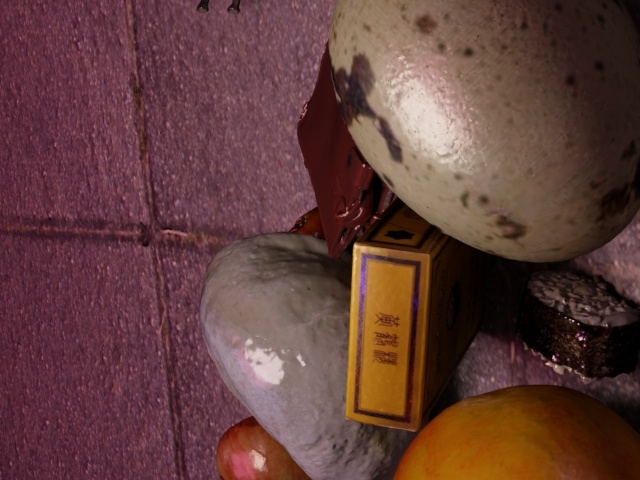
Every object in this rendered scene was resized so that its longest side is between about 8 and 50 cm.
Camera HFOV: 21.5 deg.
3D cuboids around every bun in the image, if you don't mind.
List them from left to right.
[{"bbox_3d":[0.002,0.135,2.012,0.362,0.211,0.362,49,179,1],"label":"bun"}]

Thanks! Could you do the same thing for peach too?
[{"bbox_3d":[0.216,0.297,1.633,0.332,0.308,0.307,-125,37,-53],"label":"peach"}]

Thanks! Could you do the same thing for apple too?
[{"bbox_3d":[-0.065,0.308,2.304,0.131,0.146,0.146,67,148,27],"label":"apple"}]

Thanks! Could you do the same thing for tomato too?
[{"bbox_3d":[0.000,0.000,2.172,0.075,0.087,0.087,46,154,-13],"label":"tomato"}]

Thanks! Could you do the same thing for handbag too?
[{"bbox_3d":[0.053,-0.150,1.952,0.275,0.084,0.260,-100,22,-48],"label":"handbag"}]

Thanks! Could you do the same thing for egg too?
[{"bbox_3d":[0.168,-0.150,1.609,0.379,0.288,0.287,50,141,20],"label":"egg"}]

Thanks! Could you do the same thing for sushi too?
[{"bbox_3d":[0.259,0.086,1.708,0.150,0.091,0.078,35,131,51],"label":"sushi"}]

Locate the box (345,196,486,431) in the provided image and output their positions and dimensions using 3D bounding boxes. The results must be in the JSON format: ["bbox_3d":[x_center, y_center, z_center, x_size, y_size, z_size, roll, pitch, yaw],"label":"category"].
[{"bbox_3d":[0.108,0.054,1.787,0.084,0.301,0.192,7,109,16],"label":"box"}]

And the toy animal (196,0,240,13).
[{"bbox_3d":[-0.121,-0.404,2.294,0.217,0.073,0.176,-28,58,56],"label":"toy animal"}]
